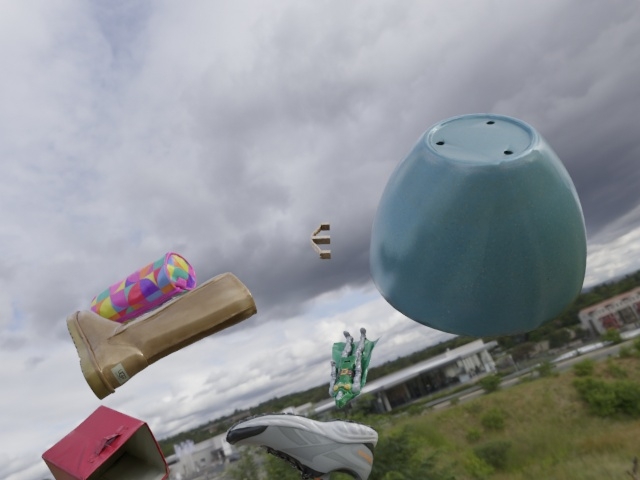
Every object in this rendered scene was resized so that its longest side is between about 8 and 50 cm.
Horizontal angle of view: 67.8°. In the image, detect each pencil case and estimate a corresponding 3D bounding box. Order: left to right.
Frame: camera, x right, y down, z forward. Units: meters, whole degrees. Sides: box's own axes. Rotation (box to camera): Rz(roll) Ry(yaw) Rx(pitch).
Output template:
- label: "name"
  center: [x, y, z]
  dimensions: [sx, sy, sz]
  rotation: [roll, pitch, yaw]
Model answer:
- label: "pencil case"
  center: [-0.381, 0.116, 1.020]
  dimensions: [0.236, 0.104, 0.104]
  rotation: [-31, -20, 17]

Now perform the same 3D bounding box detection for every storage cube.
- label: "storage cube"
  center: [-0.538, 0.564, 1.205]
  dimensions: [0.193, 0.215, 0.183]
  rotation: [3, 29, 33]

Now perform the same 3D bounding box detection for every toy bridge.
- label: "toy bridge"
  center: [0.000, 0.000, 1.504]
  dimensions: [0.063, 0.188, 0.026]
  rotation: [-1, -58, 2]

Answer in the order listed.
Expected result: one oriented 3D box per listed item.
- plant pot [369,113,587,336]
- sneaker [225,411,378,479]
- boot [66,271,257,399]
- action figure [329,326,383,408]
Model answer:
- label: "plant pot"
  center: [0.203, -0.048, 0.626]
  dimensions: [0.290, 0.290, 0.195]
  rotation: [-18, -51, -11]
- label: "sneaker"
  center: [-0.033, 0.366, 0.838]
  dimensions: [0.271, 0.108, 0.100]
  rotation: [8, -28, -2]
- label: "boot"
  center: [-0.274, 0.134, 0.821]
  dimensions: [0.269, 0.236, 0.089]
  rotation: [-29, -54, -23]
- label: "action figure"
  center: [0.068, 0.303, 1.132]
  dimensions: [0.137, 0.063, 0.232]
  rotation: [-18, 25, 23]
